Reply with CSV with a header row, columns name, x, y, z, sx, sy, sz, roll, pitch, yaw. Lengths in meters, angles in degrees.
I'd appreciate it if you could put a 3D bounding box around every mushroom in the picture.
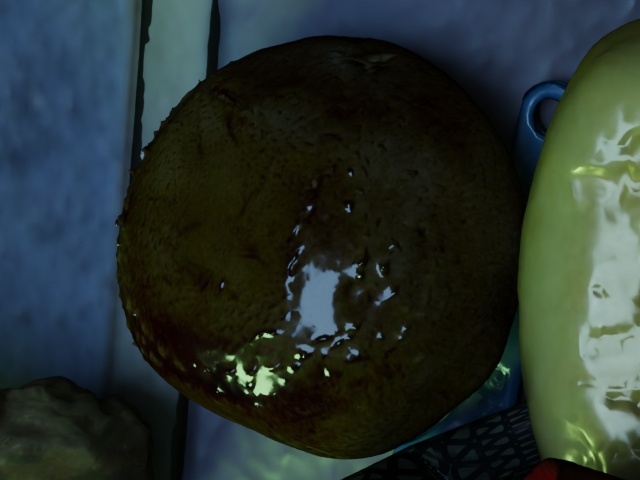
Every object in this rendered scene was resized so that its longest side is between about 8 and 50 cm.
name,x,y,z,sx,sy,sz,roll,pitch,yaw
mushroom,0.000,0.000,0.524,0.127,0.087,0.127,-7,76,31

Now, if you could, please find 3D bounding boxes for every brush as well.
name,x,y,z,sx,sy,sz,roll,pitch,yaw
brush,0.050,0.034,0.533,0.051,0.014,0.164,18,108,25

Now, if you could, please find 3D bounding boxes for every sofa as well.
name,x,y,z,sx,sy,sz,roll,pitch,yaw
sofa,0.021,0.076,0.479,0.060,0.118,0.039,-24,86,34

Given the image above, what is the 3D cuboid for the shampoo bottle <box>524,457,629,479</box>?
name,x,y,z,sx,sy,sz,roll,pitch,yaw
shampoo bottle,0.175,0.127,0.372,0.314,0.076,0.118,17,151,1

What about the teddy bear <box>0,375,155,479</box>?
name,x,y,z,sx,sy,sz,roll,pitch,yaw
teddy bear,-0.223,0.087,0.642,0.296,0.222,0.246,12,104,-17

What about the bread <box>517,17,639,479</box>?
name,x,y,z,sx,sy,sz,roll,pitch,yaw
bread,0.154,0.013,0.415,0.217,0.098,0.147,4,92,31
